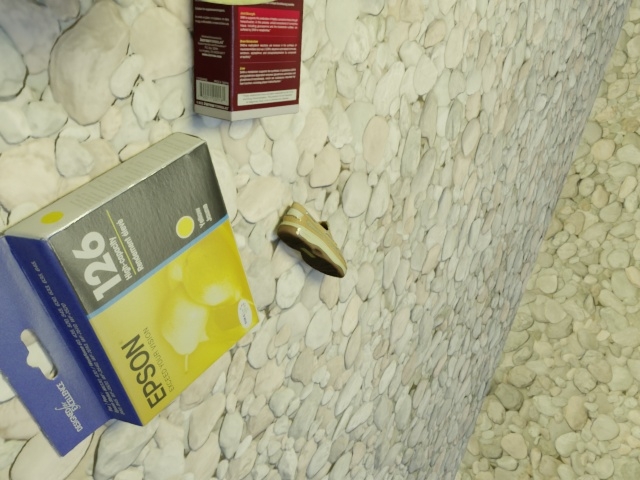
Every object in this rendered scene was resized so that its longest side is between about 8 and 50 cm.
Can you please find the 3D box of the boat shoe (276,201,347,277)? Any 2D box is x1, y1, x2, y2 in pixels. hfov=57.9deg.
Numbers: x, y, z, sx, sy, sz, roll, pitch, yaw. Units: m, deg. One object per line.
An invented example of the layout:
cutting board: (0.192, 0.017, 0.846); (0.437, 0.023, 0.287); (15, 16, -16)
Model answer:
boat shoe: (0.000, 0.000, 0.978); (0.190, 0.068, 0.072); (48, 55, -52)

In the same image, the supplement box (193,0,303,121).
supplement box: (-0.087, -0.276, 0.712); (0.130, 0.073, 0.240); (-21, 123, -48)

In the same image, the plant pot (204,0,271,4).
plant pot: (-0.097, -0.369, 0.455); (0.276, 0.254, 0.276); (-19, 137, -18)

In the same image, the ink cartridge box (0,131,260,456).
ink cartridge box: (-0.223, 0.073, 0.696); (0.307, 0.072, 0.304); (-44, 138, -37)
